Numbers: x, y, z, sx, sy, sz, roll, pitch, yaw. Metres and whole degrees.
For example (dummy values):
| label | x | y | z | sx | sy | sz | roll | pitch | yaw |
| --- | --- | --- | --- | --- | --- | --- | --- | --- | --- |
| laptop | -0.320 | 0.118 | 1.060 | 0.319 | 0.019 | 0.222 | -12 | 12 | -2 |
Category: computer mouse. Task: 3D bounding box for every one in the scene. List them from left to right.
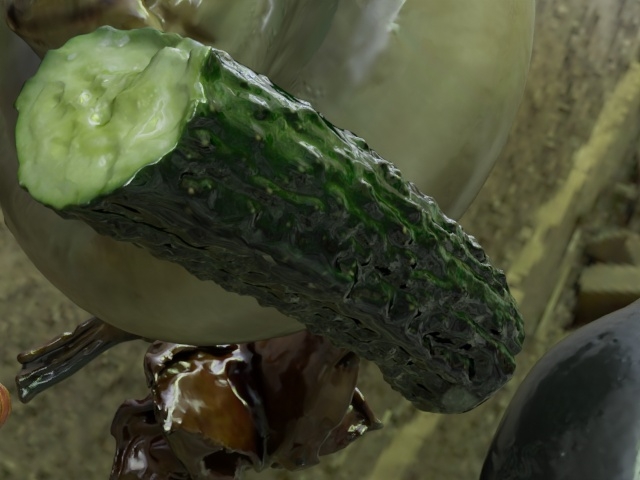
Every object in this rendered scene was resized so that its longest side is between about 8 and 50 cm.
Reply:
| label | x | y | z | sx | sy | sz | roll | pitch | yaw |
| --- | --- | --- | --- | --- | --- | --- | --- | --- | --- |
| computer mouse | 0.167 | 0.091 | 0.785 | 0.264 | 0.088 | 0.147 | -40 | -163 | -22 |

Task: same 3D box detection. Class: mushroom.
| label | x | y | z | sx | sy | sz | roll | pitch | yaw |
| --- | --- | --- | --- | --- | --- | --- | --- | --- | --- |
| mushroom | -0.064 | -0.124 | 0.809 | 0.295 | 0.362 | 0.362 | 26 | 88 | -52 |

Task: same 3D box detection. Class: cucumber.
| label | x | y | z | sx | sy | sz | roll | pitch | yaw |
| --- | --- | --- | --- | --- | --- | --- | --- | --- | --- |
| cucumber | 0.001 | 0.000 | 0.392 | 0.187 | 0.058 | 0.058 | 32 | 82 | -52 |

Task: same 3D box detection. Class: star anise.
| label | x | y | z | sx | sy | sz | roll | pitch | yaw |
| --- | --- | --- | --- | --- | --- | --- | --- | --- | --- |
| star anise | -0.102 | 0.118 | 1.115 | 0.237 | 0.346 | 0.148 | 9 | 83 | -54 |

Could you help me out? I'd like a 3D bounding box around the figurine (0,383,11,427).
| label | x | y | z | sx | sy | sz | roll | pitch | yaw |
| --- | --- | --- | --- | --- | --- | --- | --- | --- | --- |
| figurine | -0.219 | 0.070 | 0.797 | 0.064 | 0.109 | 0.047 | -53 | -170 | 1 |
